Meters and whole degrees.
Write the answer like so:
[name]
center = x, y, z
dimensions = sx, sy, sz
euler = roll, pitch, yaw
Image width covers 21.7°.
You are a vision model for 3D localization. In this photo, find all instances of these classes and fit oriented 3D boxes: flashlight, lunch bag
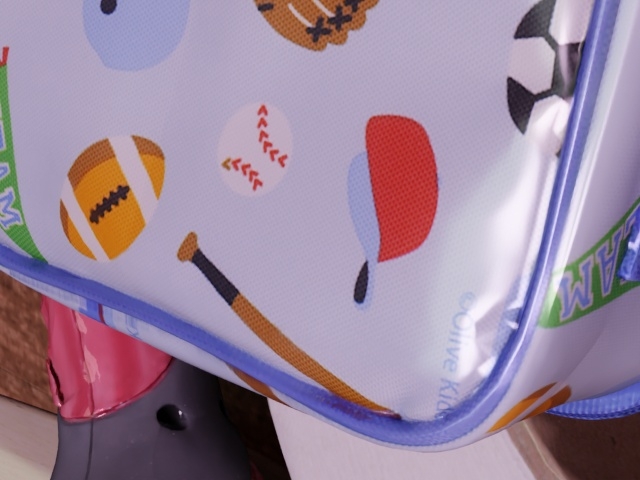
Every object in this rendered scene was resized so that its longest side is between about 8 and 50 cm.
[flashlight]
center = -0.078, 0.020, 0.561
dimensions = 0.103, 0.103, 0.304
euler = -32, 69, 62
[lunch bag]
center = 0.020, -0.100, 0.420
dimensions = 0.243, 0.115, 0.303
euler = 19, 103, 37

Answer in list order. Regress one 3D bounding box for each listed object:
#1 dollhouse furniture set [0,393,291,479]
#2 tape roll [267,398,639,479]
[dollhouse furniture set]
center = 0.000, 0.000, 0.710
dimensions = 0.286, 0.198, 0.303
euler = 17, 84, 15
[tape roll]
center = 0.139, -0.002, 0.440
dimensions = 0.392, 0.072, 0.392
euler = 3, 94, 40
